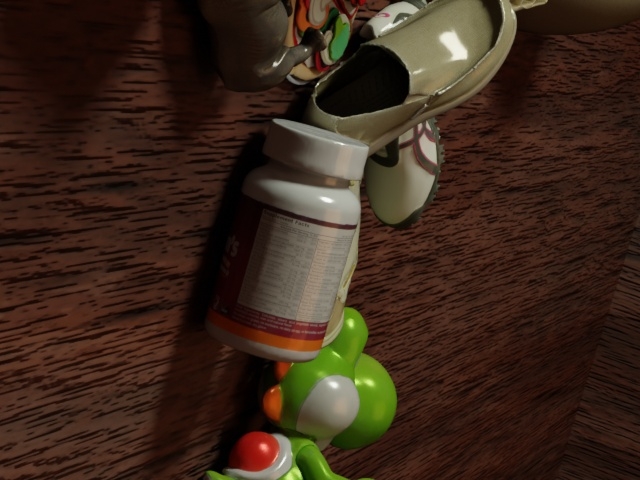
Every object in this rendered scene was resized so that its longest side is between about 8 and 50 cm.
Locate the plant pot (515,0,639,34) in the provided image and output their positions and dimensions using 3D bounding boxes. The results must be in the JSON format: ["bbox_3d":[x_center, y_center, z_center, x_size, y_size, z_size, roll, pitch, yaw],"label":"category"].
[{"bbox_3d":[0.383,-0.398,2.325,0.284,0.191,0.284,-54,154,-41],"label":"plant pot"}]

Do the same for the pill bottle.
[{"bbox_3d":[-0.030,0.000,1.698,0.121,0.121,0.221,-7,114,-68],"label":"pill bottle"}]

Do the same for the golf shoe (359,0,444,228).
[{"bbox_3d":[0.072,-0.137,1.916,0.120,0.105,0.273,-20,124,-44],"label":"golf shoe"}]

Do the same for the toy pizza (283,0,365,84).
[{"bbox_3d":[0.012,-0.249,1.713,0.201,0.032,0.201,-53,154,-40],"label":"toy pizza"}]

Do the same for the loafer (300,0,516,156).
[{"bbox_3d":[0.092,-0.174,1.771,0.268,0.102,0.092,-40,161,-9],"label":"loafer"}]

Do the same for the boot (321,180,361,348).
[{"bbox_3d":[0.000,0.000,1.822,0.213,0.077,0.165,-69,166,-53],"label":"boot"}]

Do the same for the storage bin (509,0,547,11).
[{"bbox_3d":[0.212,-0.401,1.973,0.262,0.123,0.260,-26,132,-64],"label":"storage bin"}]

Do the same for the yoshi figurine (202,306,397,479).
[{"bbox_3d":[-0.011,0.256,1.920,0.203,0.203,0.362,96,15,-76],"label":"yoshi figurine"}]

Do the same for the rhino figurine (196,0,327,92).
[{"bbox_3d":[-0.063,-0.219,1.477,0.106,0.073,0.243,-45,149,-20],"label":"rhino figurine"}]
